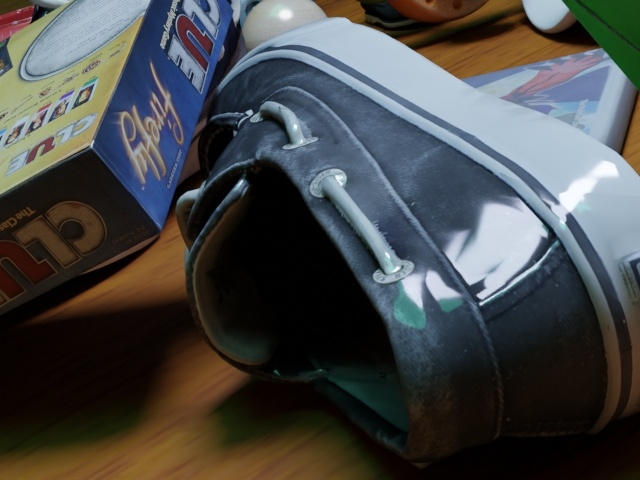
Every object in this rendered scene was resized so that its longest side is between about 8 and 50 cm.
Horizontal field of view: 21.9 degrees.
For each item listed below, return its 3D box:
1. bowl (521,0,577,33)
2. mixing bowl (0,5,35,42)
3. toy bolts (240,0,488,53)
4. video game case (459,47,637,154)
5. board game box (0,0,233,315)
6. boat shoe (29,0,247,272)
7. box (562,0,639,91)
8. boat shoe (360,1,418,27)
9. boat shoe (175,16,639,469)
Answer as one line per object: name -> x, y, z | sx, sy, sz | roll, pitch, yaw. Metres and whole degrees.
bowl -> 0.212, -0.273, 1.024 | 0.134, 0.298, 0.298 | 2, 14, -7
mixing bowl -> -0.185, -0.107, 1.122 | 0.181, 0.098, 0.181 | -14, 16, 4
toy bolts -> 0.001, -0.201, 1.099 | 0.228, 0.218, 0.158 | -41, 26, -8
video game case -> 0.055, -0.045, 0.789 | 0.183, 0.023, 0.201 | -11, 16, 18
board game box -> -0.155, -0.014, 0.660 | 0.243, 0.042, 0.165 | -26, 28, 23
boat shoe -> -0.128, -0.094, 0.871 | 0.127, 0.158, 0.340 | -3, 18, 15
box -> 0.226, -0.123, 0.548 | 0.231, 0.127, 0.262 | -44, 17, 1
boat shoe -> 0.063, -0.187, 1.260 | 0.049, 0.042, 0.133 | -18, 16, -15
boat shoe -> 0.000, 0.000, 0.547 | 0.102, 0.108, 0.301 | -19, 22, -17
